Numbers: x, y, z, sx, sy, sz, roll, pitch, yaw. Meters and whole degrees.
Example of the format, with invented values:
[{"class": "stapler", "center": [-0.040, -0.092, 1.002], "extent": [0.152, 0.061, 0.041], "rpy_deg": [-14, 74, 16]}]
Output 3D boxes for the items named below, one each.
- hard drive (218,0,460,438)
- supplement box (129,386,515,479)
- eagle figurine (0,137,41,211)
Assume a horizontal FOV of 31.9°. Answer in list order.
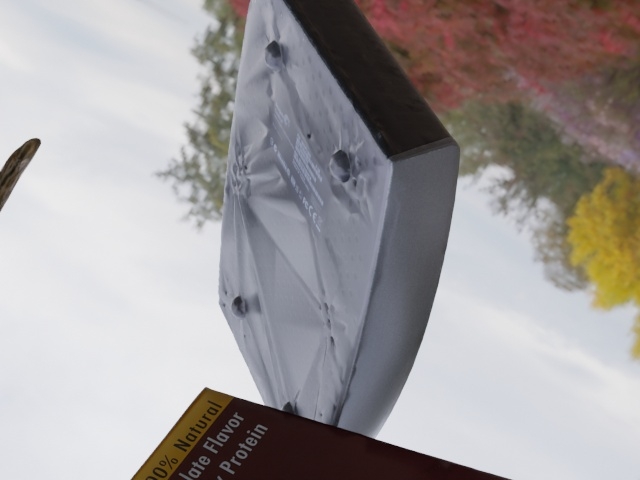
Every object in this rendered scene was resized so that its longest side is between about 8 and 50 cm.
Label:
[{"class": "hard drive", "center": [0.000, 0.000, 0.593], "extent": [0.054, 0.255, 0.172], "rpy_deg": [-12, -131, -22]}, {"class": "supplement box", "center": [-0.014, 0.197, 0.511], "extent": [0.194, 0.191, 0.129], "rpy_deg": [11, 135, 33]}, {"class": "eagle figurine", "center": [-0.419, -0.042, 0.899], "extent": [0.298, 0.226, 0.225], "rpy_deg": [27, 165, -25]}]
